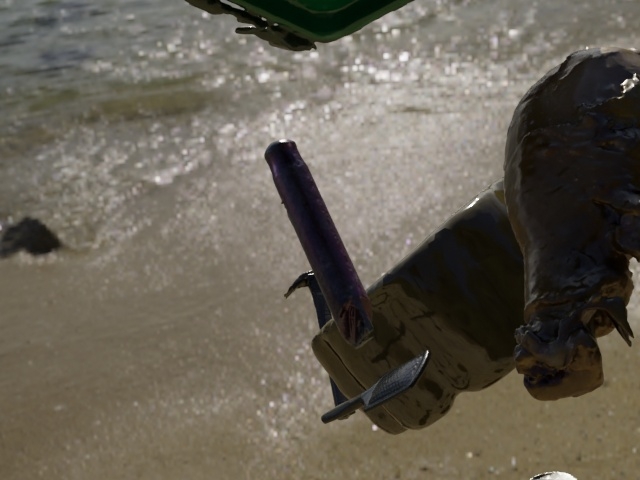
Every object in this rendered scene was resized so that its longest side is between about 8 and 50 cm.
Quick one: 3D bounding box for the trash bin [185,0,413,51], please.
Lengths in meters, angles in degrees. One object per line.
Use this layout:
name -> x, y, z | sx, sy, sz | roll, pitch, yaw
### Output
trash bin -> -0.019, -0.337, 0.605 | 0.259, 0.381, 0.295 | -23, -24, 36

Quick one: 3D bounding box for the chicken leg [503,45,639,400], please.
chicken leg -> 0.133, -0.008, 0.501 | 0.085, 0.101, 0.207 | -38, 24, 43

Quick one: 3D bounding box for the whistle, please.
whistle -> 0.000, 0.000, 0.821 | 0.033, 0.176, 0.033 | -22, -16, -7

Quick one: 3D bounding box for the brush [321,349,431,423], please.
brush -> 0.057, 0.177, 1.209 | 0.193, 0.016, 0.063 | -39, 10, 45

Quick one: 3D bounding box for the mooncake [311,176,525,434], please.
mooncake -> 0.179, 0.099, 1.448 | 0.200, 0.378, 0.378 | 50, 44, 6

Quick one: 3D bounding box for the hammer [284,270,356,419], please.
hammer -> 0.017, 0.177, 1.840 | 0.125, 0.027, 0.297 | -8, 56, -9

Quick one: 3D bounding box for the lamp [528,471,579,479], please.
lamp -> 0.337, 0.433, 1.469 | 0.121, 0.214, 0.121 | -14, 19, 5
